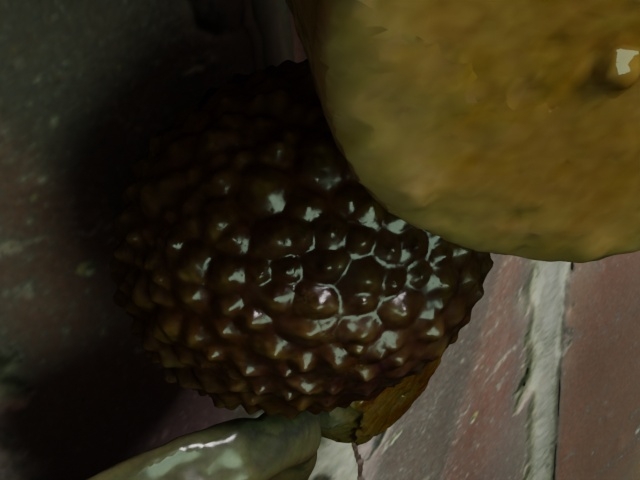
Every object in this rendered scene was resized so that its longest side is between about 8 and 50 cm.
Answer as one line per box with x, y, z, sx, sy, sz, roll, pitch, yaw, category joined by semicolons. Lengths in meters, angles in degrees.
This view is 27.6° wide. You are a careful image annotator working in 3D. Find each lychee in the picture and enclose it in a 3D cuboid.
0.000;0.000;0.695;0.238;0.200;0.200;8;114;-49;lychee

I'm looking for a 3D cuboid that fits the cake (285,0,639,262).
0.113;-0.201;0.568;0.332;0.321;0.332;-11;141;-9;cake

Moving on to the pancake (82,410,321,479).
-0.120;0.182;0.771;0.295;0.049;0.294;-27;161;-10;pancake

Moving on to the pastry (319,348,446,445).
0.038;0.071;0.909;0.153;0.081;0.153;-32;138;-34;pastry
